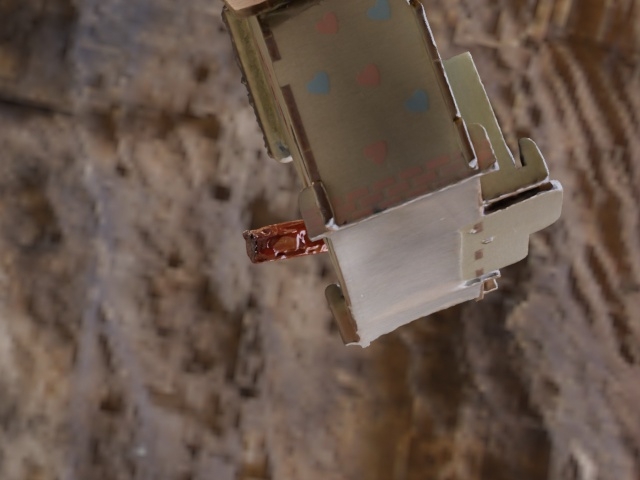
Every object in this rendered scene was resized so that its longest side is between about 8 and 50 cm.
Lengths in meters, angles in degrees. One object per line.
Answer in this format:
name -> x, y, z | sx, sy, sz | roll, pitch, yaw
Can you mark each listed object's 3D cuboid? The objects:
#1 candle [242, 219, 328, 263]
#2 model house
candle -> 0.000, 0.000, 1.929 | 0.053, 0.162, 0.048 | 111, -34, -56
model house -> 0.040, -0.091, 1.256 | 0.326, 0.169, 0.244 | 72, -5, -72
